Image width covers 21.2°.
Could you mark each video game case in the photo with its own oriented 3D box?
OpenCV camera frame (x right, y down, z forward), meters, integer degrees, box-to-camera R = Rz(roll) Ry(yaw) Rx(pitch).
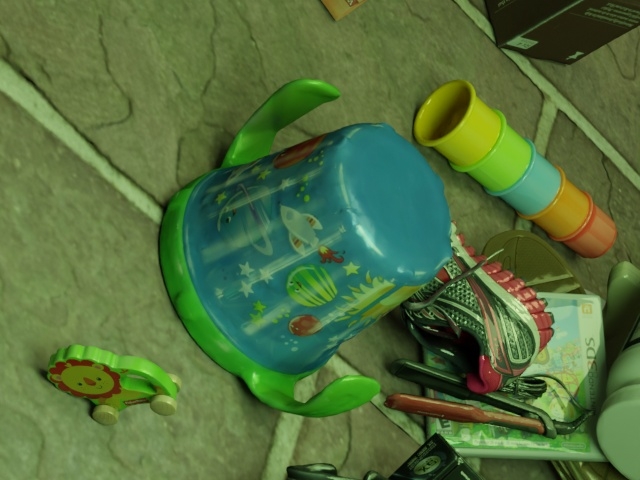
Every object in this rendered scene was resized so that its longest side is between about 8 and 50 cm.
[{"bbox_3d":[0.218,0.147,1.894,0.212,0.023,0.193,3,66,-12],"label":"video game case"}]

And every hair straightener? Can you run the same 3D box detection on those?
[{"bbox_3d":[0.185,0.157,1.840,0.230,0.047,0.089,10,64,-5],"label":"hair straightener"}]

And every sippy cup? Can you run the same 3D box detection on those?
[{"bbox_3d":[0.000,0.000,1.675,0.240,0.224,0.305,-33,94,-52],"label":"sippy cup"}]

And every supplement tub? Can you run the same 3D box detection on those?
[{"bbox_3d":[0.429,0.134,1.870,0.191,0.191,0.272,47,53,-18],"label":"supplement tub"}]

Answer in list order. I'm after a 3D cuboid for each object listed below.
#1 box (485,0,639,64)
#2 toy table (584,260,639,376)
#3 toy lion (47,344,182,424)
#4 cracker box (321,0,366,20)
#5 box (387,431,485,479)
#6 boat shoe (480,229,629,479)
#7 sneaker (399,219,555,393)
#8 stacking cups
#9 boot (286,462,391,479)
[{"bbox_3d":[0.326,-0.373,2.319,0.168,0.167,0.203,5,64,-47],"label":"box"},{"bbox_3d":[0.398,0.128,2.100,0.274,0.161,0.252,25,50,-36],"label":"toy table"},{"bbox_3d":[-0.185,0.121,1.495,0.096,0.100,0.034,53,36,-42],"label":"toy lion"},{"bbox_3d":[0.042,-0.386,2.088,0.156,0.067,0.232,53,39,-10],"label":"cracker box"},{"bbox_3d":[0.129,0.307,1.683,0.180,0.147,0.077,47,0,-19],"label":"box"},{"bbox_3d":[0.264,0.153,1.978,0.121,0.110,0.341,-15,71,-18],"label":"boat shoe"},{"bbox_3d":[0.107,0.036,1.814,0.299,0.121,0.112,38,58,11],"label":"sneaker"},{"bbox_3d":[0.248,-0.078,2.127,0.316,0.096,0.096,37,44,-35],"label":"stacking cups"},{"bbox_3d":[0.085,0.345,1.578,0.338,0.118,0.223,29,74,-37],"label":"boot"}]
